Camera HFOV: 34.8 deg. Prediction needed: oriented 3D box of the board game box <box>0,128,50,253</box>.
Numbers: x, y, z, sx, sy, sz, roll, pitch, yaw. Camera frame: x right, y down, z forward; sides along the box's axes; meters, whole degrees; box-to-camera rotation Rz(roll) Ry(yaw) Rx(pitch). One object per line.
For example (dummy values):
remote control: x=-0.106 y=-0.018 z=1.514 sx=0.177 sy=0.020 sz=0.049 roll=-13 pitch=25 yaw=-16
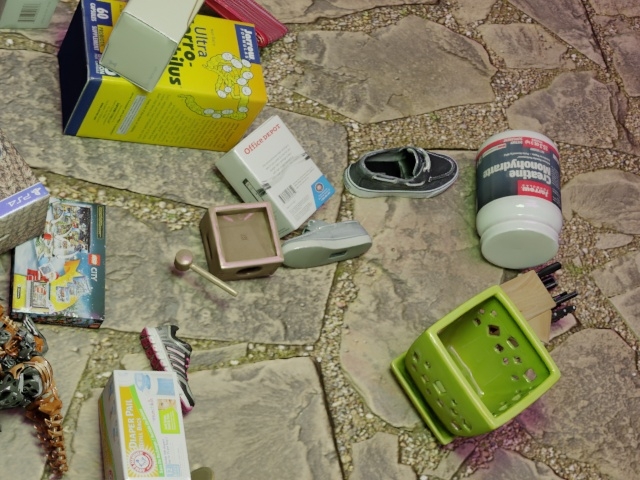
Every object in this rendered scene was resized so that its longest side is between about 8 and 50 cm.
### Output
board game box: x=-0.633 y=-0.101 z=1.700 sx=0.232 sy=0.141 sz=0.291 roll=-32 pitch=77 yaw=-31

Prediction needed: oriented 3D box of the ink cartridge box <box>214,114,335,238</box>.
ink cartridge box: x=-0.090 y=-0.128 z=2.063 sx=0.203 sy=0.086 sz=0.148 roll=52 pitch=52 yaw=-8

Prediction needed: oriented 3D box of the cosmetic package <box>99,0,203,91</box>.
cosmetic package: x=-0.274 y=-0.440 z=1.864 sx=0.113 sy=0.160 sz=0.309 roll=29 pitch=54 yaw=-12

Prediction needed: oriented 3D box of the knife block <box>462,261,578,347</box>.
knife block: x=0.431 y=0.118 z=2.236 sx=0.275 sy=0.088 sz=0.242 roll=24 pitch=53 yaw=-15

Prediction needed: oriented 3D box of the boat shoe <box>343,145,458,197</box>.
boat shoe: x=0.196 y=-0.161 z=2.253 sx=0.301 sy=0.102 sz=0.108 roll=-4 pitch=65 yaw=-31

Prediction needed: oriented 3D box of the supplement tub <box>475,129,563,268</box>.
supplement tub: x=0.445 y=-0.094 z=2.299 sx=0.191 sy=0.191 sz=0.272 roll=18 pitch=56 yaw=-20

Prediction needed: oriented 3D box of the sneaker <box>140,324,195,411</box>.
sneaker: x=-0.252 y=0.219 z=1.810 sx=0.075 sy=0.063 sz=0.170 roll=-19 pitch=69 yaw=-29

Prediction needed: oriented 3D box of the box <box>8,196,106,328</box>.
box: x=-0.463 y=0.036 z=1.808 sx=0.159 sy=0.044 sz=0.233 roll=8 pitch=60 yaw=-25

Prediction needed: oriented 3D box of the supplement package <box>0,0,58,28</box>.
supplement package: x=-0.594 y=-0.521 z=2.013 sx=0.105 sy=0.105 sz=0.179 roll=-8 pitch=68 yaw=-32

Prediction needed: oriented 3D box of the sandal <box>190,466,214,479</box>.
sandal: x=-0.228 y=0.495 z=1.678 sx=0.079 sy=0.088 sz=0.240 roll=53 pitch=52 yaw=-35

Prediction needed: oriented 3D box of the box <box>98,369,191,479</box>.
box: x=-0.292 y=0.326 z=1.682 sx=0.114 sy=0.103 sz=0.203 roll=5 pitch=51 yaw=-27

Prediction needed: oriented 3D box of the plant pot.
plant pot: x=0.288 y=0.257 z=2.001 sx=0.228 sy=0.207 sz=0.227 roll=-27 pitch=79 yaw=-37

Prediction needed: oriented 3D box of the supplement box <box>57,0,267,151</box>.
supplement box: x=-0.311 y=-0.318 z=1.999 sx=0.356 sy=0.195 sz=0.194 roll=3 pitch=62 yaw=-28

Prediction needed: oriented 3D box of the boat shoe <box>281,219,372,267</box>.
boat shoe: x=0.001 y=-0.001 z=2.077 sx=0.227 sy=0.079 sz=0.081 roll=-7 pitch=58 yaw=-37

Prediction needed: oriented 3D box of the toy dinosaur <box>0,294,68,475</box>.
toy dinosaur: x=-0.497 y=0.223 z=1.626 sx=0.322 sy=0.164 sz=0.218 roll=42 pitch=36 yaw=10

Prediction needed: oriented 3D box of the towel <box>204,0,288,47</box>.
towel: x=-0.168 y=-0.498 z=2.198 sx=0.199 sy=0.031 sz=0.275 roll=39 pitch=19 yaw=-4

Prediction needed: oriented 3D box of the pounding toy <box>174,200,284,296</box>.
pounding toy: x=-0.184 y=0.033 z=1.944 sx=0.206 sy=0.094 sz=0.181 roll=-7 pitch=72 yaw=-22
